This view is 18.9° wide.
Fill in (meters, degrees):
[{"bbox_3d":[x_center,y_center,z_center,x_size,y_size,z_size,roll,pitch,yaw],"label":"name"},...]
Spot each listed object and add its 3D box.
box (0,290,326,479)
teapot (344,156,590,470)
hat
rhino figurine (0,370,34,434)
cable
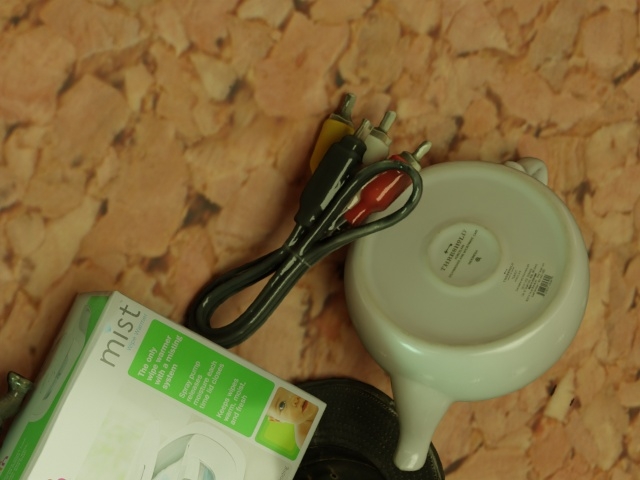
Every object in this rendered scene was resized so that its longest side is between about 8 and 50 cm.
[{"bbox_3d":[-0.163,0.209,1.723,0.231,0.127,0.262,31,76,-20],"label":"box"},{"bbox_3d":[0.146,0.054,1.879,0.256,0.252,0.187,-20,150,-3],"label":"teapot"},{"bbox_3d":[0.008,0.294,1.876,0.331,0.134,0.331,-5,100,-29],"label":"hat"},{"bbox_3d":[-0.376,0.120,1.664,0.243,0.073,0.106,29,83,-29],"label":"rhino figurine"},{"bbox_3d":[0.000,0.000,1.822,0.287,0.139,0.072,-56,154,-1],"label":"cable"}]
